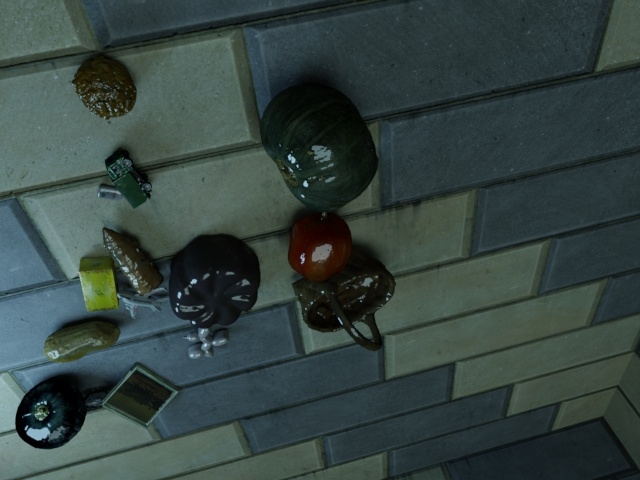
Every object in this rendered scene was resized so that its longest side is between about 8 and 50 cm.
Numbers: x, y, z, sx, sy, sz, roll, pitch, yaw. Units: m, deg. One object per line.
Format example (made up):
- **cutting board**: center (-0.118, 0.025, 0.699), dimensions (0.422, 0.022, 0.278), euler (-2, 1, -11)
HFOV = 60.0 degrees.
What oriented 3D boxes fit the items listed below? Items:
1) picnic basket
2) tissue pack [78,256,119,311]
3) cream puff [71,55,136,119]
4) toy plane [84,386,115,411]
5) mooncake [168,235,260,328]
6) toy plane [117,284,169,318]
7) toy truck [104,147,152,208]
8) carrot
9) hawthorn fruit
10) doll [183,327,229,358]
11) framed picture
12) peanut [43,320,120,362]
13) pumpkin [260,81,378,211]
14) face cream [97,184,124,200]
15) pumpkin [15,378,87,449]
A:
- **picnic basket**: center (0.106, 0.228, 1.838), dimensions (0.337, 0.337, 0.293), euler (-35, 140, 14)
- **tissue pack**: center (-0.673, 0.135, 1.691), dimensions (0.095, 0.062, 0.175), euler (-3, 130, -15)
- **cream puff**: center (-0.498, -0.348, 1.289), dimensions (0.126, 0.103, 0.144), euler (-32, 138, 10)
- **toy plane**: center (-0.851, 0.590, 2.025), dimensions (0.197, 0.078, 0.053), euler (-11, 134, -11)
- **mooncake**: center (-0.331, 0.138, 1.746), dimensions (0.306, 0.154, 0.305), euler (-10, 135, -10)
- **toy plane**: center (-0.571, 0.186, 1.763), dimensions (0.162, 0.065, 0.171), euler (-40, 136, 18)
- **toy truck**: center (-0.508, -0.168, 1.468), dimensions (0.079, 0.065, 0.147), euler (-33, 132, -7)
- **carrot**: center (-0.566, 0.053, 1.632), dimensions (0.102, 0.101, 0.263), euler (-23, 132, 3)
- **hawthorn fruit**: center (0.000, 0.000, 1.696), dimensions (0.205, 0.205, 0.253), euler (-6, 134, -13)
- **doll**: center (-0.412, 0.363, 1.979), dimensions (0.160, 0.059, 0.161), euler (-35, 132, 14)
- **framed picture**: center (-0.666, 0.586, 2.065), dimensions (0.197, 0.014, 0.252), euler (-49, 133, -10)
- **peanut**: center (-0.772, 0.327, 1.803), dimensions (0.237, 0.110, 0.120), euler (-14, 112, -15)
- **pumpkin**: center (-0.002, -0.237, 1.428), dimensions (0.258, 0.291, 0.327), euler (-36, 145, -13)
- **face cream**: center (-0.565, -0.128, 1.519), dimensions (0.083, 0.021, 0.040), euler (11, 126, -25)
- **pumpkin**: center (-0.927, 0.596, 1.908), dimensions (0.233, 0.232, 0.163), euler (-19, 161, -1)
